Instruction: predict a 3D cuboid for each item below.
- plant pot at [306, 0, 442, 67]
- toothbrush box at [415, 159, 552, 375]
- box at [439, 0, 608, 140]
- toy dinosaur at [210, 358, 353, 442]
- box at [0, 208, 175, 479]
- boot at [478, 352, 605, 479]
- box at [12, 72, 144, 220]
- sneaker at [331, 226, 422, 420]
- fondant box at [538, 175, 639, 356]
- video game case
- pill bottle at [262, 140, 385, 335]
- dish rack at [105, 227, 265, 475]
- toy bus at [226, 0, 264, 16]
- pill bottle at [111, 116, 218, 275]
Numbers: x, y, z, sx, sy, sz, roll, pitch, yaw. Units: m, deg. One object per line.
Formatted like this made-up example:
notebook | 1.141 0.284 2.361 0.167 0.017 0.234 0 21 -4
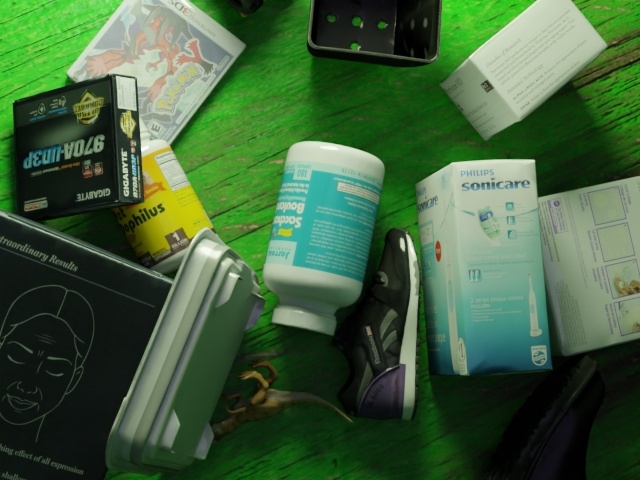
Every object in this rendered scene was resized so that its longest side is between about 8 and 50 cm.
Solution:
plant pot | 0.068 -0.343 1.861 0.188 0.167 0.188 6 85 -9
toothbrush box | 0.229 0.044 1.826 0.126 0.216 0.295 -2 86 -10
box | 0.296 -0.258 1.882 0.182 0.181 0.119 -39 91 -10
toy dinosaur | -0.071 0.231 1.847 0.212 0.064 0.112 -15 105 -1
box | -0.410 0.172 1.652 0.294 0.212 0.395 25 85 -29
boot | 0.382 0.368 1.864 0.260 0.131 0.348 35 78 -7
box | -0.337 -0.125 1.760 0.051 0.220 0.175 2 83 -50
sneaker | 0.080 0.119 1.854 0.124 0.107 0.283 2 84 -3
fondant box | 0.477 0.026 1.930 0.330 0.096 0.238 -12 87 -9
video game case | -0.240 -0.265 1.875 0.183 0.023 0.201 37 80 -4
pill bottle | 0.000 0.000 1.827 0.146 0.146 0.264 12 82 -8
dish rack | -0.165 0.165 1.711 0.072 0.285 0.332 19 81 13
toy bus | -0.125 -0.458 1.820 0.211 0.220 0.149 42 77 3
pill bottle | -0.241 -0.062 1.808 0.117 0.117 0.215 -29 90 -11
